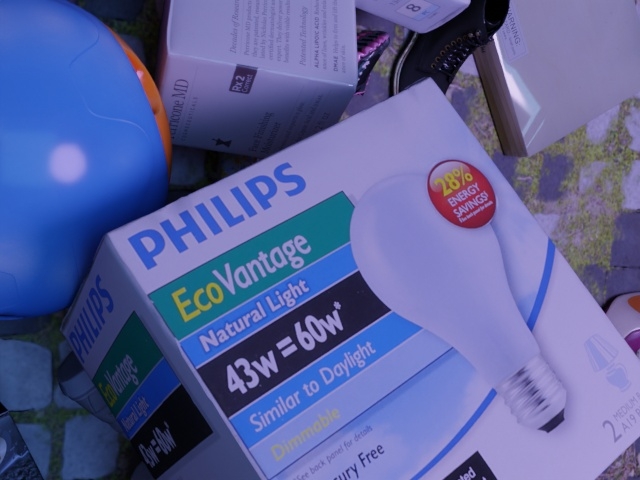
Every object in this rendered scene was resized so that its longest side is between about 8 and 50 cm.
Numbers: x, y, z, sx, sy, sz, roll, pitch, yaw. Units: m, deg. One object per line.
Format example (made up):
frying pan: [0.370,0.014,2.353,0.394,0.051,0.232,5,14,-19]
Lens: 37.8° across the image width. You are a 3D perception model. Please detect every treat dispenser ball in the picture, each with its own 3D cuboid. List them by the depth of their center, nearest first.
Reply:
treat dispenser ball: [-0.273,-0.075,0.816,0.288,0.288,0.288,-4,98,-31]

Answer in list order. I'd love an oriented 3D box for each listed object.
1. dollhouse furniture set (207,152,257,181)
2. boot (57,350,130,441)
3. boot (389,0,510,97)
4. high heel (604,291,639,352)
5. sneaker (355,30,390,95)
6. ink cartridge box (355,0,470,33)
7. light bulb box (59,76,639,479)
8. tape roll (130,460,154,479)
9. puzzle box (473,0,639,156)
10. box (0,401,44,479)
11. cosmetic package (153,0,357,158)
dollhouse furniture set: [0.000,0.000,1.063,0.242,0.161,0.212,2,95,-31]
boot: [-0.147,0.104,1.002,0.258,0.095,0.123,-39,116,7]
boot: [0.160,-0.223,1.147,0.077,0.137,0.198,9,92,-31]
high heel: [0.446,0.162,1.417,0.244,0.082,0.117,-27,142,-40]
sneaker: [0.044,-0.206,1.140,0.119,0.047,0.057,-46,131,-14]
ink cartridge box: [-0.010,-0.424,0.990,0.385,0.091,0.308,13,69,-32]
light bulb box: [0.032,0.107,0.809,0.358,0.225,0.361,-30,81,-33]
tape roll: [-0.055,0.279,0.991,0.286,0.286,0.100,-11,102,-30]
puzzle box: [0.304,-0.352,1.268,0.272,0.052,0.409,-29,109,-25]
box: [-0.317,0.240,0.910,0.077,0.147,0.180,-28,109,-25]
cosmetic package: [-0.072,-0.187,0.951,0.183,0.151,0.151,7,61,-14]
